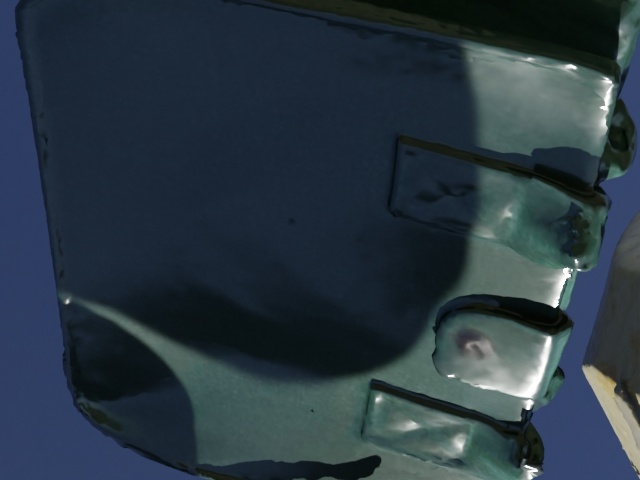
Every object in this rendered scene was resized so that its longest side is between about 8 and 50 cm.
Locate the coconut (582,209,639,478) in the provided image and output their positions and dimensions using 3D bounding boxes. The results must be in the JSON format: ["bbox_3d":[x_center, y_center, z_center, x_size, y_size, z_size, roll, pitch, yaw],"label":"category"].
[{"bbox_3d":[0.335,0.099,1.067,0.323,0.323,0.323,13,-131,-15],"label":"coconut"}]

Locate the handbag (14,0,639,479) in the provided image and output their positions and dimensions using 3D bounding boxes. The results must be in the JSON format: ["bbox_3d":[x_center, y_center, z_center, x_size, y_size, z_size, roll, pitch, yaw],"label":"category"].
[{"bbox_3d":[-0.001,0.000,0.682,0.239,0.326,0.089,16,-130,10],"label":"handbag"}]
